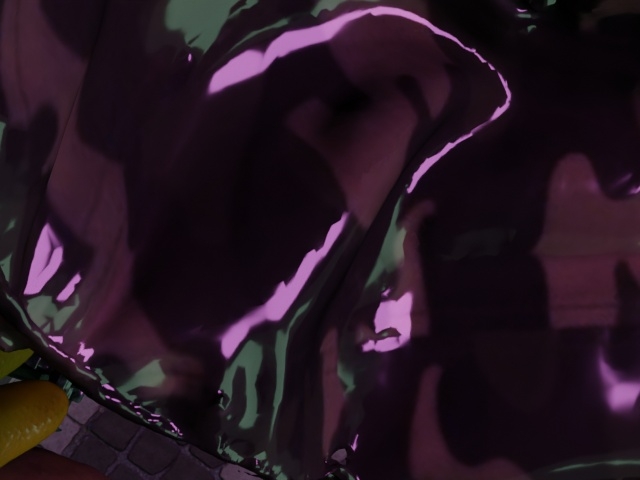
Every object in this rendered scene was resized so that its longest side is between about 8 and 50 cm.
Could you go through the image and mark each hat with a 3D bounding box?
[{"bbox_3d":[0.057,-0.118,0.460,0.366,0.257,0.381,80,16,-47],"label":"hat"}]

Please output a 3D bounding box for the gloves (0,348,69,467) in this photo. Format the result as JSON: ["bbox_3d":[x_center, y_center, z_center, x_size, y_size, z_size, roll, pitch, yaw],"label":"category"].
[{"bbox_3d":[-0.143,0.083,0.499,0.294,0.116,0.133,-56,151,-78],"label":"gloves"}]

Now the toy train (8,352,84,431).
[{"bbox_3d":[-0.155,0.034,0.815,0.132,0.083,0.200,-63,-175,-14],"label":"toy train"}]

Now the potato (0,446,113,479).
[{"bbox_3d":[-0.203,0.228,0.709,0.289,0.300,0.237,-17,-145,21],"label":"potato"}]
